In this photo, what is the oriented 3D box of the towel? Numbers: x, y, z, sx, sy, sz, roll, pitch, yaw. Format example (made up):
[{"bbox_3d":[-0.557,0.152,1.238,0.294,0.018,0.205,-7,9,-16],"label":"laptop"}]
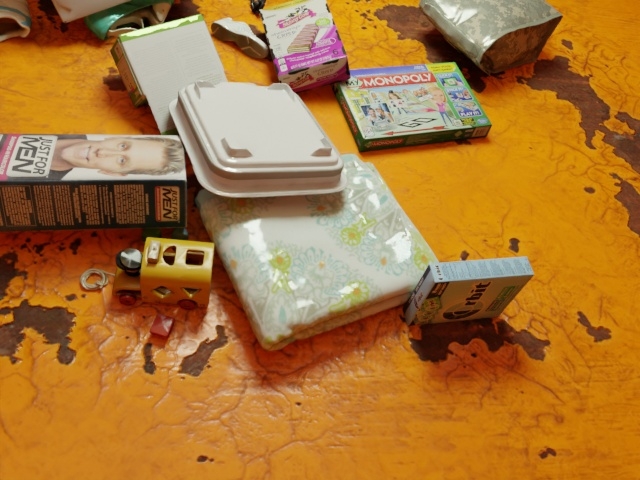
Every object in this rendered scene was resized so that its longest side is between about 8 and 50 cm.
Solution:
[{"bbox_3d":[0.000,0.000,1.199,0.374,0.090,0.321,-17,60,-26],"label":"towel"}]

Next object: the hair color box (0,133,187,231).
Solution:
[{"bbox_3d":[-0.412,-0.105,1.149,0.347,0.105,0.174,-1,36,-14],"label":"hair color box"}]

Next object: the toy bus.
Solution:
[{"bbox_3d":[-0.272,0.045,1.106,0.191,0.104,0.202,42,57,17],"label":"toy bus"}]

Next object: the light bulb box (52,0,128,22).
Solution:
[{"bbox_3d":[-0.466,-0.705,1.434,0.357,0.225,0.361,-23,52,-10],"label":"light bulb box"}]

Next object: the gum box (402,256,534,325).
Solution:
[{"bbox_3d":[0.256,0.091,1.160,0.184,0.157,0.041,-3,57,-15],"label":"gum box"}]

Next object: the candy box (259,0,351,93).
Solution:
[{"bbox_3d":[-0.038,-0.446,1.492,0.159,0.071,0.233,-16,56,-1],"label":"candy box"}]

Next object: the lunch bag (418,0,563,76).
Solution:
[{"bbox_3d":[0.403,-0.538,1.628,0.287,0.169,0.235,-23,63,-31],"label":"lunch bag"}]

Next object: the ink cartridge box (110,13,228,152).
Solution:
[{"bbox_3d":[-0.293,-0.313,1.369,0.188,0.097,0.255,-25,99,-27],"label":"ink cartridge box"}]

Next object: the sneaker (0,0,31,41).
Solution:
[{"bbox_3d":[-0.724,-0.459,1.369,0.228,0.087,0.092,-13,62,-18],"label":"sneaker"}]

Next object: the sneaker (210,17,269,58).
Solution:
[{"bbox_3d":[-0.177,-0.475,1.523,0.152,0.054,0.061,33,52,11],"label":"sneaker"}]

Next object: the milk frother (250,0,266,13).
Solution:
[{"bbox_3d":[-0.115,-0.632,1.632,0.134,0.129,0.143,-7,100,-16],"label":"milk frother"}]

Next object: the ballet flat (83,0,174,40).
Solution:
[{"bbox_3d":[-0.408,-0.508,1.489,0.247,0.083,0.087,-32,91,-29],"label":"ballet flat"}]

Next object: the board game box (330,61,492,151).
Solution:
[{"bbox_3d":[0.203,-0.309,1.497,0.317,0.046,0.214,-10,59,-18],"label":"board game box"}]

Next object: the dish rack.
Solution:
[{"bbox_3d":[-0.116,-0.209,1.237,0.285,0.072,0.333,-5,42,-25],"label":"dish rack"}]
